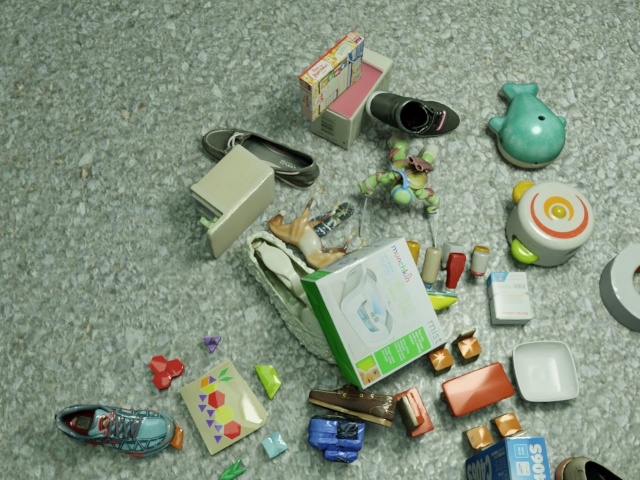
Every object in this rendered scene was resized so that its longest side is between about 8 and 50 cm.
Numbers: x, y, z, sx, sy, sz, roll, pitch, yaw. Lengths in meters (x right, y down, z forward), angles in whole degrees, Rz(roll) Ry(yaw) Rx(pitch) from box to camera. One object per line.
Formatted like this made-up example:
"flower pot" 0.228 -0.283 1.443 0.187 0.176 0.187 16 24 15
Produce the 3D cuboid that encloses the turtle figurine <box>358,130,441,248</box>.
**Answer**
"turtle figurine" 0.208 -0.136 1.747 0.198 0.274 0.266 -1 42 21

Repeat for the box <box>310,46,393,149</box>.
"box" 0.082 -0.391 1.830 0.127 0.148 0.232 29 67 12

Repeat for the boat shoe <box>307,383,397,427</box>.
"boat shoe" 0.072 0.357 1.505 0.207 0.073 0.073 9 76 22

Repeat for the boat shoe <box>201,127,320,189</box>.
"boat shoe" -0.158 -0.236 1.778 0.336 0.095 0.112 21 66 7

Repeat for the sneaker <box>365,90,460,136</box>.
"sneaker" 0.275 -0.315 1.764 0.296 0.104 0.147 6 20 -30

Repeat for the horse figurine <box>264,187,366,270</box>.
"horse figurine" 0.000 0.000 1.678 0.174 0.066 0.263 -39 83 7

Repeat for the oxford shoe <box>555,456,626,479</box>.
"oxford shoe" 0.655 0.596 1.411 0.348 0.130 0.123 39 70 15

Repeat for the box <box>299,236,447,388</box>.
"box" 0.118 0.155 1.508 0.231 0.127 0.261 -25 98 -17

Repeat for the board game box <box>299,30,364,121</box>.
"board game box" 0.029 -0.405 1.673 0.045 0.146 0.193 39 70 17

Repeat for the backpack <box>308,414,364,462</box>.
"backpack" 0.031 0.432 1.479 0.120 0.098 0.101 9 69 1

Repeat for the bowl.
"bowl" 0.519 0.309 1.580 0.142 0.053 0.142 -3 66 -4

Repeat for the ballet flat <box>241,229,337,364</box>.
"ballet flat" -0.050 0.130 1.596 0.147 0.147 0.409 -40 74 -18

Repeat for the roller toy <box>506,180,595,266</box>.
"roller toy" 0.577 -0.046 1.694 0.191 0.146 0.209 3 65 -1

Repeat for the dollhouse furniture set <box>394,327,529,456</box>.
"dollhouse furniture set" 0.303 0.350 1.506 0.259 0.135 0.261 -19 68 -11

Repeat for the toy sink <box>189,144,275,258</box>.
"toy sink" -0.236 -0.097 1.682 0.131 0.152 0.234 37 70 14

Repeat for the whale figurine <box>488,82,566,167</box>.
"whale figurine" 0.567 -0.332 1.828 0.217 0.141 0.271 0 65 -2

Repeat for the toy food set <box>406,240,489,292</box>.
"toy food set" 0.316 0.068 1.657 0.233 0.111 0.104 3 106 -23

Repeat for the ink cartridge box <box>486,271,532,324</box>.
"ink cartridge box" 0.462 0.143 1.654 0.089 0.052 0.122 1 64 -2

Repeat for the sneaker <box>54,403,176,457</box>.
"sneaker" -0.446 0.406 1.447 0.262 0.125 0.104 3 71 5

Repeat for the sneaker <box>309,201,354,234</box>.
"sneaker" 0.028 -0.054 1.732 0.135 0.058 0.052 -25 93 8

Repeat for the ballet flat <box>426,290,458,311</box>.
"ballet flat" 0.215 0.150 1.638 0.231 0.077 0.077 9 86 5

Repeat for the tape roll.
"tape roll" 0.813 0.118 1.670 0.220 0.072 0.219 1 66 -3

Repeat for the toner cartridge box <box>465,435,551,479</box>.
"toner cartridge box" 0.364 0.494 1.327 0.075 0.347 0.165 -2 65 -2

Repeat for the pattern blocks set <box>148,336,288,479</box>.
"pattern blocks set" -0.225 0.373 1.533 0.286 0.026 0.324 -20 67 -10
